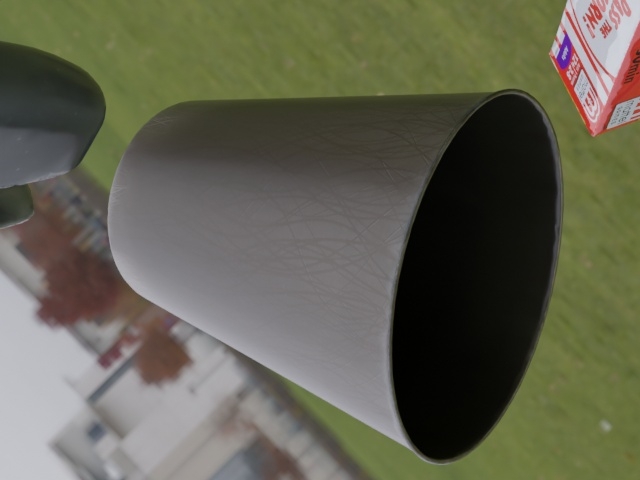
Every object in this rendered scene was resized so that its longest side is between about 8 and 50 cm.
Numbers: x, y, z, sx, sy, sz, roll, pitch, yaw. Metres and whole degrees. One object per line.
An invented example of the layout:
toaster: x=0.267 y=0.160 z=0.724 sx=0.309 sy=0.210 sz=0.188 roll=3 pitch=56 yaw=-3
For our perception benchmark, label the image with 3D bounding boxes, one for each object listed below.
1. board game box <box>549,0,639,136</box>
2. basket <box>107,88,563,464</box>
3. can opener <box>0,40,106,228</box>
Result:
board game box: x=0.190 y=-0.119 z=0.609 sx=0.147 sy=0.193 sz=0.045 roll=93 pitch=155 yaw=-67
basket: x=0.000 y=0.000 z=0.945 sx=0.226 sy=0.204 sz=0.154 roll=13 pitch=-176 yaw=38
can opener: x=-0.192 y=-0.018 z=0.480 sx=0.280 sy=0.093 sz=0.074 roll=-20 pitch=-116 yaw=-46
